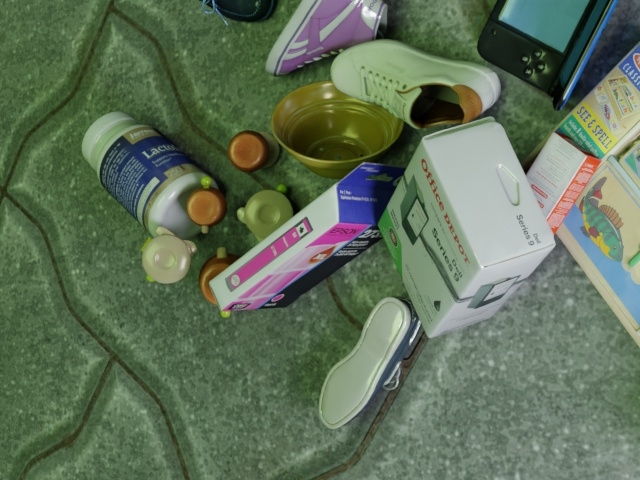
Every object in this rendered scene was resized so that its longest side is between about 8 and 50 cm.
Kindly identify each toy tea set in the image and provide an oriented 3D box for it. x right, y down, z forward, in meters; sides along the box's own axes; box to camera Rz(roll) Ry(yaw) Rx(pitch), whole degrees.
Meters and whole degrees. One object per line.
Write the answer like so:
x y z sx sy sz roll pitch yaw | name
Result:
-0.160 -0.034 2.024 0.200 0.124 0.336 36 93 -3 | toy tea set

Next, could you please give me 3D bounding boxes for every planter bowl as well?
0.028 -0.164 1.860 0.217 0.217 0.090 37 145 33 | planter bowl

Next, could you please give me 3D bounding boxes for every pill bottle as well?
-0.323 -0.123 2.122 0.265 0.153 0.153 41 113 31 | pill bottle

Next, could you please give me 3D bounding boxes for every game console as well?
0.339 -0.355 1.600 0.250 0.173 0.293 36 110 33 | game console

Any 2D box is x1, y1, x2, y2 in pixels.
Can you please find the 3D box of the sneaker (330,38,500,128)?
0.123 -0.239 1.766 0.290 0.123 0.106 11 129 32 | sneaker

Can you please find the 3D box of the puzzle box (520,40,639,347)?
0.467 -0.038 1.541 0.272 0.052 0.409 -48 55 26 | puzzle box

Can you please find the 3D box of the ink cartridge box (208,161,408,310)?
0.000 0.000 1.853 0.371 0.176 0.069 -39 66 30 | ink cartridge box

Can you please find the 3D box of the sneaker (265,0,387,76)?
0.014 -0.329 1.899 0.282 0.161 0.102 -43 19 58 | sneaker

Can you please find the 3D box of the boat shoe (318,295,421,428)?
0.083 0.199 1.845 0.095 0.079 0.254 38 109 35 | boat shoe

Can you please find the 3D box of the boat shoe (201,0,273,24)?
-0.199 -0.458 2.074 0.258 0.089 0.109 24 104 36 | boat shoe

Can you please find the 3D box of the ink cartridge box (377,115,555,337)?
0.201 -0.013 1.640 0.289 0.121 0.211 111 139 -64 | ink cartridge box

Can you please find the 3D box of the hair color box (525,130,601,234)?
0.326 -0.075 1.609 0.072 0.043 0.141 46 114 38 | hair color box
